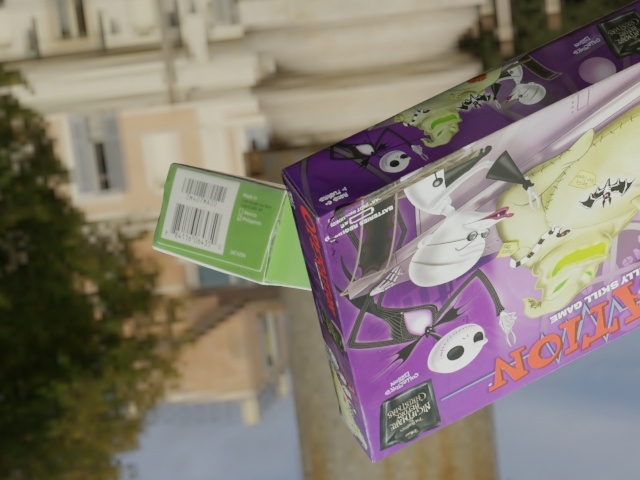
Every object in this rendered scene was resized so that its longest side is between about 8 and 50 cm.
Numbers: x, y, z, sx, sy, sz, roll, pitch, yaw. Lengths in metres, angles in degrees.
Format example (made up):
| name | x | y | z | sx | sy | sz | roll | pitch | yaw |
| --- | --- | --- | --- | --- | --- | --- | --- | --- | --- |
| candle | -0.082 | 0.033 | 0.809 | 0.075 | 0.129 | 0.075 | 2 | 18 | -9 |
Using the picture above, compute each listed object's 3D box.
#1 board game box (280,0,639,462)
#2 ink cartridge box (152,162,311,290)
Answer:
| name | x | y | z | sx | sy | sz | roll | pitch | yaw |
| --- | --- | --- | --- | --- | --- | --- | --- | --- | --- |
| board game box | 0.156 | -0.028 | 0.954 | 0.347 | 0.208 | 0.056 | -26 | -128 | -11 |
| ink cartridge box | 0.000 | 0.000 | 1.194 | 0.109 | 0.062 | 0.209 | 16 | -177 | 42 |
